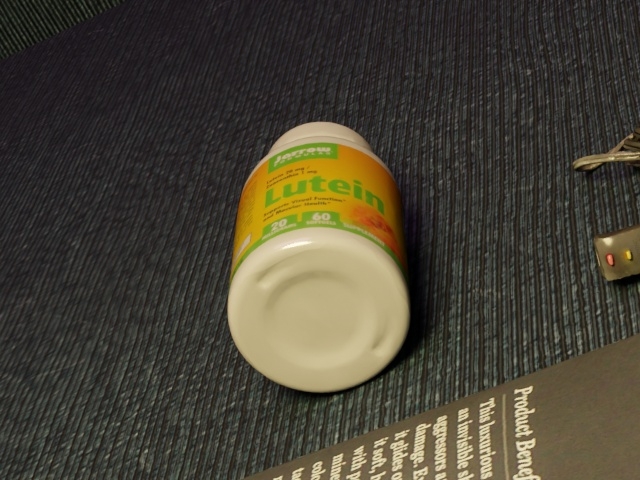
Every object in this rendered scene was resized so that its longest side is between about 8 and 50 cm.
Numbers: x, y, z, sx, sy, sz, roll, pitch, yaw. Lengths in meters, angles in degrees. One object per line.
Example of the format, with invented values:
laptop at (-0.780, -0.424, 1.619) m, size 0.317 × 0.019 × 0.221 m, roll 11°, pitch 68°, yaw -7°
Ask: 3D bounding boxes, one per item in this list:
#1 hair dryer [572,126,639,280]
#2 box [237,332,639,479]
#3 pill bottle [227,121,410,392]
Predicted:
hair dryer at (0.317, -0.090, 1.166) m, size 0.293 × 0.080 × 0.224 m, roll -22°, pitch 26°, yaw 17°
box at (0.125, 0.205, 0.570) m, size 0.294 × 0.296 × 0.183 m, roll -21°, pitch 26°, yaw 16°
pill bottle at (0.000, 0.000, 1.272) m, size 0.136 × 0.136 × 0.246 m, roll -24°, pitch 25°, yaw 13°
